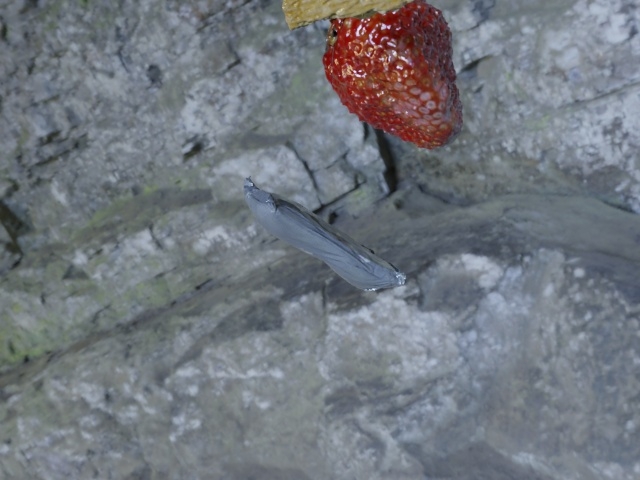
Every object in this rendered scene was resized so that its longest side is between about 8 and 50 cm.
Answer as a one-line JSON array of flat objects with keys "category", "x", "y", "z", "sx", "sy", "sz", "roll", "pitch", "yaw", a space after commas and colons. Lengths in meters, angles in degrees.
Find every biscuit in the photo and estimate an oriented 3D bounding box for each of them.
[{"category": "biscuit", "x": 0.046, "y": -0.380, "z": 0.947, "sx": 0.224, "sy": 0.145, "sz": 0.033, "roll": -12, "pitch": 35, "yaw": 12}]

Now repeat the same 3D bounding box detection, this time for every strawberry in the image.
[{"category": "strawberry", "x": 0.160, "y": -0.335, "z": 1.354, "sx": 0.267, "sy": 0.351, "sz": 0.312, "roll": -33, "pitch": 1, "yaw": 14}]

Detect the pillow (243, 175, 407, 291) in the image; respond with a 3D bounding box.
[{"category": "pillow", "x": 0.000, "y": 0.000, "z": 0.939, "sx": 0.059, "sy": 0.255, "sz": 0.169, "roll": -56, "pitch": 27, "yaw": 5}]
